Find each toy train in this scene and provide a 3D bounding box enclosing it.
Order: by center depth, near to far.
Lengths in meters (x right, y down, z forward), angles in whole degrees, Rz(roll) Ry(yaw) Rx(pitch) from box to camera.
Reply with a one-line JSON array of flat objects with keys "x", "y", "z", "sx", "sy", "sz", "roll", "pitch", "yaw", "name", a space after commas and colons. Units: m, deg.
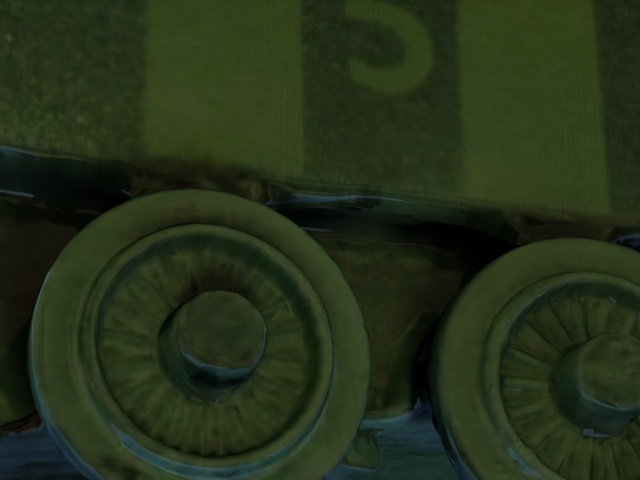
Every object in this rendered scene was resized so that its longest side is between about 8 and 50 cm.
[{"x": 0.000, "y": 0.000, "z": 0.598, "sx": 0.299, "sy": 0.167, "sz": 0.238, "roll": 6, "pitch": -113, "yaw": -20, "name": "toy train"}]
